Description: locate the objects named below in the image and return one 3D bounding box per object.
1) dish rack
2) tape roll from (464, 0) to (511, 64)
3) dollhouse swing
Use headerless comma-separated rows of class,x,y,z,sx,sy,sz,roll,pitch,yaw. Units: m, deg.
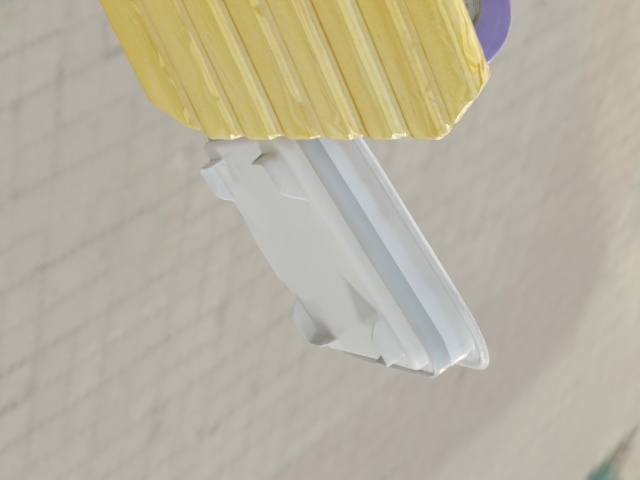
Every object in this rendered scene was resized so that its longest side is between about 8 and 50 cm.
dish rack,0.000,0.000,1.515,0.072,0.286,0.333,-35,-170,-12
tape roll,0.073,-0.208,1.608,0.189,0.189,0.080,-46,174,-32
dollhouse swing,-0.103,-0.155,1.146,0.315,0.346,0.305,-40,124,-48
